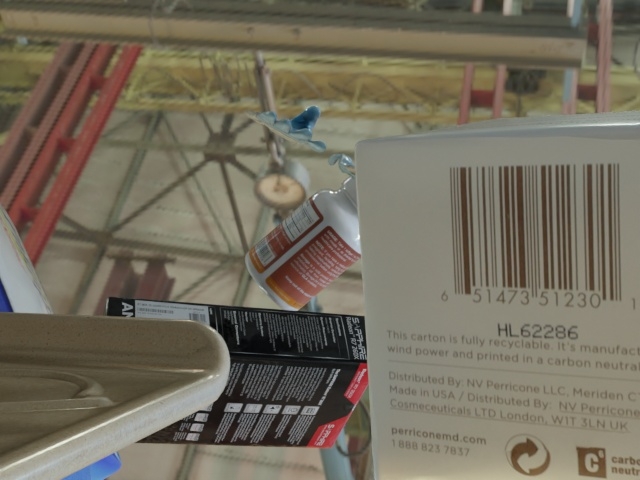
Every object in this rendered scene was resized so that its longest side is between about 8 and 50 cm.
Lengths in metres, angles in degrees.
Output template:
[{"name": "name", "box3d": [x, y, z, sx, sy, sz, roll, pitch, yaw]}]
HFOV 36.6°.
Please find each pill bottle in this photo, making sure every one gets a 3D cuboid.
[{"name": "pill bottle", "box3d": [0.000, 0.000, 1.474, 0.216, 0.121, 0.121, -40, -129, 11]}]

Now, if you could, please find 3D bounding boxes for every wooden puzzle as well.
[{"name": "wooden puzzle", "box3d": [-0.245, 0.100, 0.414, 0.322, 0.080, 0.348, 0, -173, 17]}]

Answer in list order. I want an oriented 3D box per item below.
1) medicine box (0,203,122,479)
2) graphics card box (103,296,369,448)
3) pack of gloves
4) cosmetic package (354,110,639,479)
[{"name": "medicine box", "box3d": [-0.333, 0.106, 0.683, 0.289, 0.149, 0.263, -31, -126, -7]}, {"name": "graphics card box", "box3d": [-0.129, 0.193, 1.344, 0.371, 0.233, 0.094, 4, -132, -19]}, {"name": "pack of gloves", "box3d": [0.014, -0.116, 1.144, 0.195, 0.232, 0.046, 29, -87, -13]}, {"name": "cosmetic package", "box3d": [0.268, 0.041, 0.944, 0.329, 0.327, 0.394, 0, -171, 29]}]
